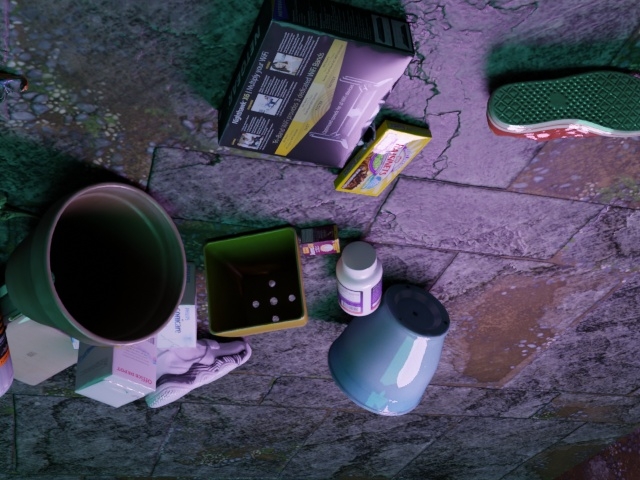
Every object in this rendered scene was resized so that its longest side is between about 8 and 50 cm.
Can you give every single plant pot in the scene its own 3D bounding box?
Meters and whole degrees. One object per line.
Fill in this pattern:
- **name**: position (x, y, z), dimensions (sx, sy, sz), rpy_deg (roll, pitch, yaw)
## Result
- **plant pot**: position (-0.486, 0.063, 1.660), dimensions (0.280, 0.323, 0.323), rpy_deg (-11, 150, 39)
- **plant pot**: position (-0.128, 0.116, 1.855), dimensions (0.212, 0.212, 0.187), rpy_deg (-11, 159, 9)
- **plant pot**: position (0.189, 0.255, 2.069), dimensions (0.272, 0.271, 0.255), rpy_deg (10, 129, -22)

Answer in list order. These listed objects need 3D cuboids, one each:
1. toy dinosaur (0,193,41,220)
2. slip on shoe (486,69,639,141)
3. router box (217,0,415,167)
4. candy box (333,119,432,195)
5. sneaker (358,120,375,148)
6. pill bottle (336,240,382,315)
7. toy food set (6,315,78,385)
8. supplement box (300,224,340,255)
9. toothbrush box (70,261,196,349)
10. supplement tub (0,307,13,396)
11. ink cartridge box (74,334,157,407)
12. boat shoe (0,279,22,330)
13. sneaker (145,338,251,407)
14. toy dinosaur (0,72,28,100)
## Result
- **toy dinosaur**: position (-0.645, -0.058, 1.663), dimensions (0.183, 0.053, 0.092), rpy_deg (-4, 167, -24)
- **slip on shoe**: position (0.457, -0.234, 1.477), dimensions (0.331, 0.123, 0.101), rpy_deg (-3, 170, -3)
- **router box**: position (-0.018, -0.261, 1.386), dimensions (0.243, 0.081, 0.309), rpy_deg (9, 145, -21)
- **candy box**: position (0.120, -0.157, 1.607), dimensions (0.105, 0.027, 0.206), rpy_deg (5, 147, -30)
- **sneaker**: position (0.079, -0.192, 1.515), dimensions (0.038, 0.069, 0.098), rpy_deg (0, 147, -6)
- **pill bottle**: position (0.090, 0.086, 1.910), dimensions (0.108, 0.108, 0.193), rpy_deg (-5, 147, 0)
- **toy food set**: position (-0.740, 0.252, 2.097), dimensions (0.220, 0.092, 0.306), rpy_deg (-29, 143, 14)
- **supplement box**: position (0.000, 0.000, 1.825), dimensions (0.083, 0.043, 0.055), rpy_deg (-7, 148, 4)
- **toothbrush box**: position (-0.441, 0.155, 1.934), dimensions (0.295, 0.126, 0.216), rpy_deg (0, 146, -9)
- **supplement tub**: position (-0.784, 0.176, 1.738), dimensions (0.207, 0.207, 0.338), rpy_deg (-4, 113, -2)
- **ink cartridge box**: position (-0.449, 0.256, 1.809), dimensions (0.127, 0.176, 0.128), rpy_deg (-27, 139, 27)
- **boat shoe**: position (-0.765, 0.180, 1.907), dimensions (0.305, 0.109, 0.091), rpy_deg (-34, 108, 25)
- **sneaker**: position (-0.341, 0.278, 2.135), dimensions (0.137, 0.210, 0.366), rpy_deg (-33, 172, 37)
- **toy dinosaur**: position (-0.531, -0.265, 1.355), dimensions (0.082, 0.047, 0.090), rpy_deg (-20, 138, -10)
